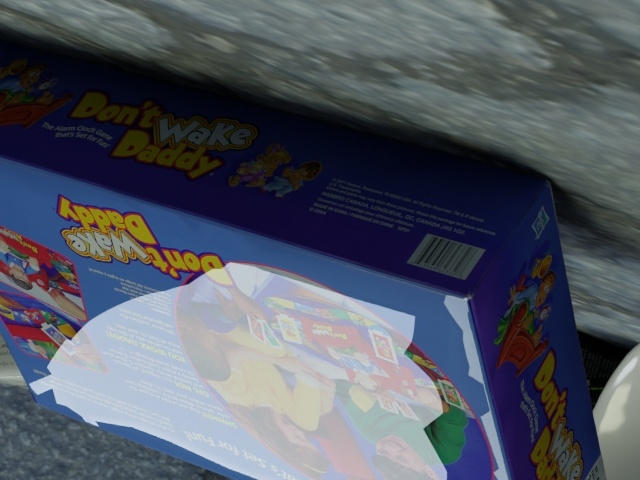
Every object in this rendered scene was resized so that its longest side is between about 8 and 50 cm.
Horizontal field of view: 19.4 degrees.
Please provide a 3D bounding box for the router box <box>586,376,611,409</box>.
[{"bbox_3d":[0.238,0.147,1.410,0.122,0.038,0.092,-1,129,0],"label":"router box"}]

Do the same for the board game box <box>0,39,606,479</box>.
[{"bbox_3d":[-0.035,0.036,0.977,0.347,0.078,0.233,17,143,30],"label":"board game box"}]

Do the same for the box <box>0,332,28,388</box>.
[{"bbox_3d":[-0.233,0.093,1.919,0.182,0.119,0.181,-4,166,23],"label":"box"}]

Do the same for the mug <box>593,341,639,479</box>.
[{"bbox_3d":[0.323,0.199,1.121,0.328,0.276,0.374,13,-155,-6],"label":"mug"}]

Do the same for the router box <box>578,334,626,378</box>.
[{"bbox_3d":[0.138,0.106,1.579,0.243,0.081,0.309,21,174,-17],"label":"router box"}]
